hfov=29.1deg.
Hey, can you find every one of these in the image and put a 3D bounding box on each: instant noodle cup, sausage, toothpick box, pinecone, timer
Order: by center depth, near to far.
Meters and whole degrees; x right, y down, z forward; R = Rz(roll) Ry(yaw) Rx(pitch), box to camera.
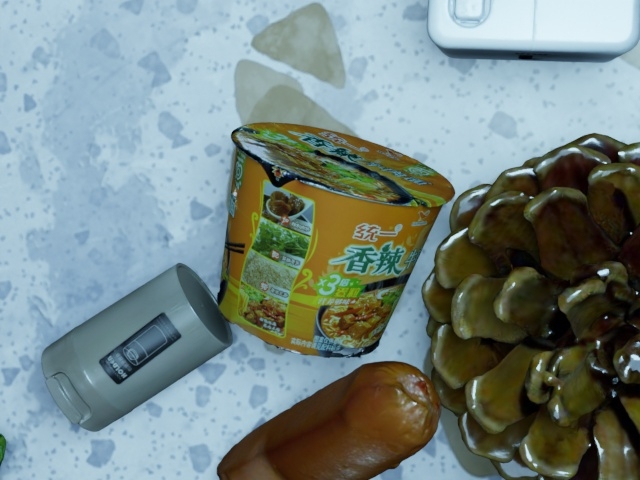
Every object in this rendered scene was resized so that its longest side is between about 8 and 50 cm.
[{"bbox_3d":[0.269,0.092,1.129,0.384,0.384,0.384,1,96,8],"label":"pinecone"},{"bbox_3d":[0.206,-0.273,1.185,0.194,0.195,0.192,3,96,9],"label":"timer"},{"bbox_3d":[0.000,0.000,1.240,0.230,0.230,0.182,19,108,6],"label":"instant noodle cup"},{"bbox_3d":[0.004,0.206,1.250,0.097,0.094,0.348,45,139,-6],"label":"sausage"},{"bbox_3d":[-0.197,0.116,1.325,0.181,0.111,0.111,-33,90,8],"label":"toothpick box"}]

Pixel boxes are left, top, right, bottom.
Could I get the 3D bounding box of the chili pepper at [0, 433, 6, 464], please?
[{"bbox_3d":[-0.374,0.305,1.400,0.073,0.050,0.182,-15,95,3],"label":"chili pepper"}]
